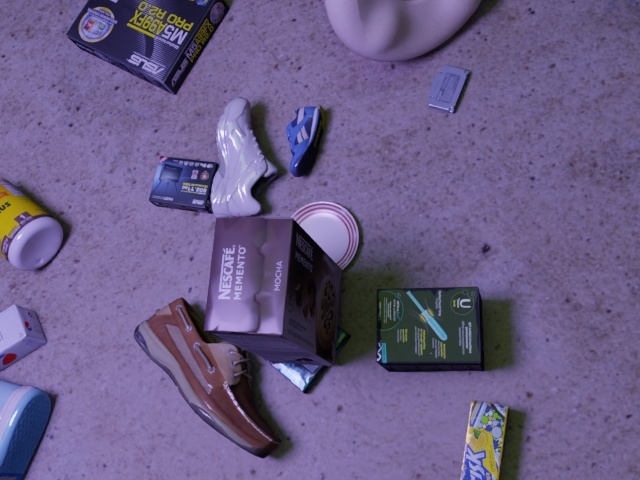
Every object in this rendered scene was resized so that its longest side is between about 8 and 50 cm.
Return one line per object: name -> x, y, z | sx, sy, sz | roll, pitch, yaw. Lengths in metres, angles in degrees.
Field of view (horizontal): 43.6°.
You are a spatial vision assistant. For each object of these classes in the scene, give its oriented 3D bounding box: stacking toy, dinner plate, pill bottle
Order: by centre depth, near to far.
dinner plate -> 0.000, 0.000, 1.410 | 0.141, 0.017, 0.141 | -5, 72, 15
stacking toy -> 0.061, -0.577, 1.449 | 0.350, 0.350, 0.480 | -40, 52, 1
pill bottle -> -0.606, -0.043, 1.539 | 0.215, 0.117, 0.117 | 34, 85, 22

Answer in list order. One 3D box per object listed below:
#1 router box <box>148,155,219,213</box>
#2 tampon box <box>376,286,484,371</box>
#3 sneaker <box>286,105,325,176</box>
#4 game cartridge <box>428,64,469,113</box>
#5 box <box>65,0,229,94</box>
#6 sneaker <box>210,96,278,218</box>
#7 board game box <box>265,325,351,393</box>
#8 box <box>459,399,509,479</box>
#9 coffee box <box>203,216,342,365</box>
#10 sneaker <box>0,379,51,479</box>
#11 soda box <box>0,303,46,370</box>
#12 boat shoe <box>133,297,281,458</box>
router box -> -0.252, -0.104, 1.501 | 0.122, 0.038, 0.092 | 7, 76, 18
tampon box -> 0.176, 0.143, 1.270 | 0.160, 0.101, 0.121 | -2, 74, 14
sneaker -> -0.035, -0.181, 1.457 | 0.059, 0.053, 0.144 | 10, 68, 18
game cartridge -> 0.226, -0.271, 1.430 | 0.056, 0.017, 0.083 | 20, 80, 17
box -> -0.351, -0.443, 1.621 | 0.270, 0.060, 0.216 | 29, 83, 22
sneaker -> -0.131, -0.148, 1.464 | 0.115, 0.090, 0.232 | 2, 83, 9
board game box -> -0.057, 0.156, 1.373 | 0.186, 0.026, 0.126 | 37, 86, 22
box -> 0.247, 0.333, 1.218 | 0.059, 0.054, 0.169 | 7, 75, 17
coffee box -> -0.061, 0.086, 1.220 | 0.118, 0.297, 0.168 | 1, 73, 15
sneaker -> -0.636, 0.383, 1.418 | 0.208, 0.127, 0.319 | 18, 70, 18
soda box -> -0.628, 0.209, 1.496 | 0.216, 0.069, 0.074 | -31, 67, 4
boat shoe -> -0.178, 0.218, 1.340 | 0.120, 0.122, 0.324 | -46, 68, -5
